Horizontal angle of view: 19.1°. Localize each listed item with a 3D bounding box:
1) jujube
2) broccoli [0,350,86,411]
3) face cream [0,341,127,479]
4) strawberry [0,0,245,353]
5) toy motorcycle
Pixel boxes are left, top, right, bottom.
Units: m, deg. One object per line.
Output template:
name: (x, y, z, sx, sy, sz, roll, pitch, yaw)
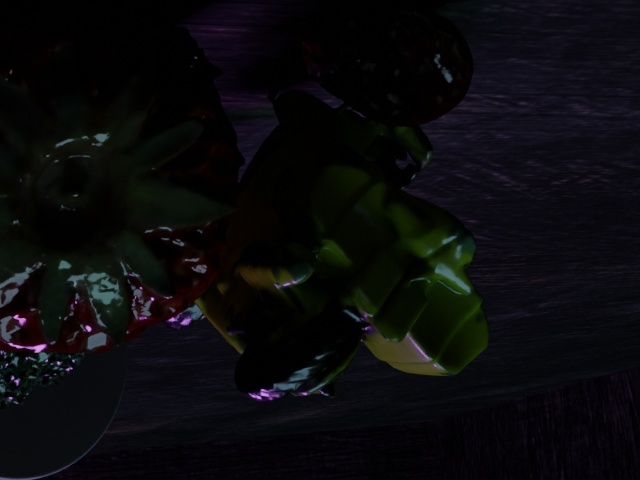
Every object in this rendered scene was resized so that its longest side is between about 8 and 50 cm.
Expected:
jujube: (0.036, -0.105, 1.096, 0.077, 0.077, 0.129, -14, 168, 28)
broccoli: (-0.236, 0.020, 1.237, 0.220, 0.194, 0.194, -32, 168, 1)
face cream: (-0.291, 0.092, 1.502, 0.218, 0.218, 0.179, 1, 167, -42)
strawberry: (-0.155, -0.044, 1.080, 0.205, 0.205, 0.244, -6, -168, -13)
toy motorcycle: (0.002, 0.002, 1.155, 0.142, 0.206, 0.342, 40, 176, -17)
